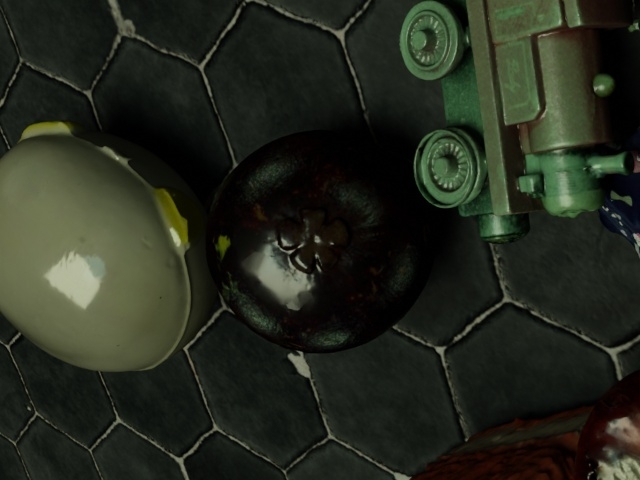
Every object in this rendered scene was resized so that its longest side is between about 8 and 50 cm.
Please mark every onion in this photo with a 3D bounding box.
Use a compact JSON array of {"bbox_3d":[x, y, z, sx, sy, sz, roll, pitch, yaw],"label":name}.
[{"bbox_3d":[0.412,0.247,1.298,0.272,0.195,0.271,0,91,5],"label":"onion"}]

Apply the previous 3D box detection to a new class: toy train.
[{"bbox_3d":[0.208,-0.150,1.214,0.222,0.150,0.304,-6,93,46],"label":"toy train"}]

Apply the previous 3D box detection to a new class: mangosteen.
[{"bbox_3d":[0.000,0.000,1.449,0.288,0.288,0.288,21,127,31],"label":"mangosteen"}]

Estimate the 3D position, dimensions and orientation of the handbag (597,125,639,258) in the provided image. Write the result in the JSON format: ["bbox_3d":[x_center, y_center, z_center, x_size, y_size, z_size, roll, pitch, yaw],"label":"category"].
[{"bbox_3d":[0.382,-0.064,1.174,0.162,0.113,0.260,55,141,17],"label":"handbag"}]

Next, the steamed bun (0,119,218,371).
[{"bbox_3d":[-0.316,0.011,1.685,0.374,0.334,0.333,33,132,18],"label":"steamed bun"}]

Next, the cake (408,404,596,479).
[{"bbox_3d":[0.243,0.387,1.419,0.270,0.319,0.269,-24,100,51],"label":"cake"}]
